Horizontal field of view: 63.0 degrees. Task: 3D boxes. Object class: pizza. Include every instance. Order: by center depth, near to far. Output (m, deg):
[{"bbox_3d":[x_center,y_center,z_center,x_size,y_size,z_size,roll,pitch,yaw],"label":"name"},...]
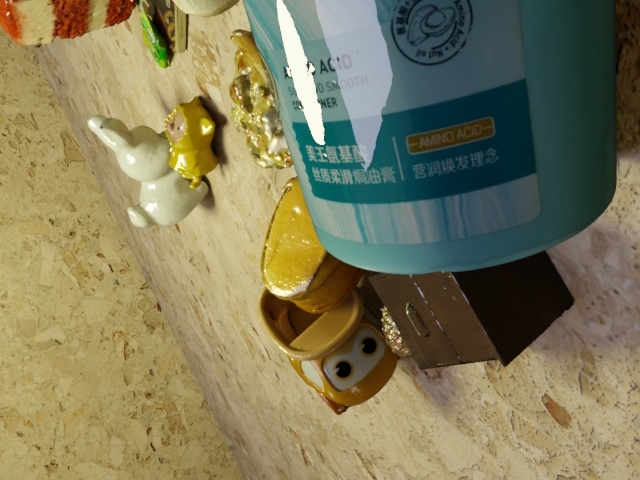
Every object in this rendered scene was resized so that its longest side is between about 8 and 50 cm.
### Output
[{"bbox_3d":[-0.121,-0.256,1.070,0.324,0.089,0.223,63,151,10],"label":"pizza"}]

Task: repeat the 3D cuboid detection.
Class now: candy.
[{"bbox_3d":[-0.431,-0.515,1.358,0.102,0.032,0.178,58,168,-8],"label":"candy"}]

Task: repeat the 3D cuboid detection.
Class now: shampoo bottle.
[{"bbox_3d":[0.110,-0.186,0.526,0.331,0.331,0.343,17,130,52],"label":"shampoo bottle"}]

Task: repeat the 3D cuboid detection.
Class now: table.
[{"bbox_3d":[0.203,0.074,0.755,0.169,0.172,0.193,61,151,2],"label":"table"}]

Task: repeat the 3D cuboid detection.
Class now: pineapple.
[{"bbox_3d":[0.149,0.108,0.950,0.108,0.108,0.198,1,109,58],"label":"pineapple"}]

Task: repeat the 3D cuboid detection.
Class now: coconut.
[{"bbox_3d":[-0.215,-0.488,0.939,0.162,0.160,0.161,-97,-13,-76],"label":"coconut"}]

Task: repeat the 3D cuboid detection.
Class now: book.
[{"bbox_3d":[-0.443,-0.706,1.261,0.428,0.039,0.300,52,151,18],"label":"book"}]

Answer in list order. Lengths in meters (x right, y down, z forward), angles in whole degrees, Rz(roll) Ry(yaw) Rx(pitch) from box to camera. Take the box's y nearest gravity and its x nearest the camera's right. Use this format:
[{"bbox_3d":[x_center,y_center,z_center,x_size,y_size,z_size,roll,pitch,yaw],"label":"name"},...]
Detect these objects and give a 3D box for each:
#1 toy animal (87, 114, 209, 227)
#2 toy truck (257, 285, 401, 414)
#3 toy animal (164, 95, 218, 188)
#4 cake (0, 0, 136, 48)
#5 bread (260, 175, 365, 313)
[{"bbox_3d":[-0.517,-0.213,1.532,0.196,0.241,0.368,16,142,47],"label":"toy animal"},{"bbox_3d":[0.019,0.194,1.077,0.288,0.204,0.212,41,167,39],"label":"toy truck"},{"bbox_3d":[-0.338,-0.253,1.391,0.156,0.156,0.230,44,136,29],"label":"toy animal"},{"bbox_3d":[-0.639,-0.656,1.247,0.269,0.319,0.270,-6,110,63],"label":"cake"},{"bbox_3d":[0.000,0.000,0.967,0.195,0.142,0.270,23,92,41],"label":"bread"}]
